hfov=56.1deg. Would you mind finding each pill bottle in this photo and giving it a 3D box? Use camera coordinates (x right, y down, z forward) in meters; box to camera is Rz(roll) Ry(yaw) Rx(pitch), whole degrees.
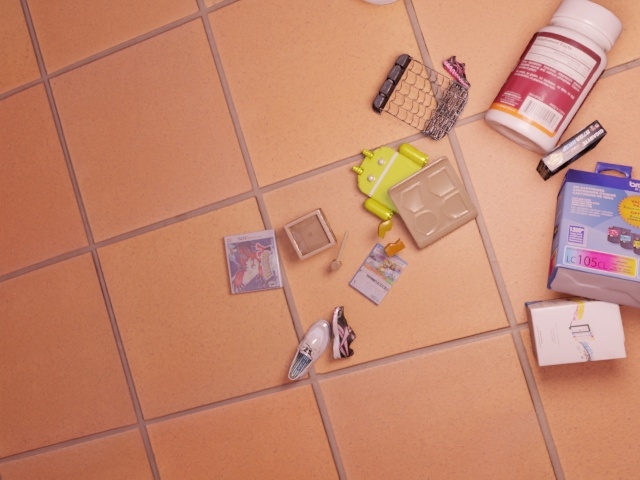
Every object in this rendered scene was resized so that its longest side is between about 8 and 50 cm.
[{"bbox_3d":[0.664,-0.466,1.715,0.224,0.224,0.392,32,98,11],"label":"pill bottle"}]

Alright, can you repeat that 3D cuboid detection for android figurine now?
[{"bbox_3d":[0.233,-0.191,1.913,0.273,0.056,0.248,35,99,9],"label":"android figurine"}]

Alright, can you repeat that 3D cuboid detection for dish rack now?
[{"bbox_3d":[0.316,-0.445,1.881,0.272,0.074,0.208,31,99,10],"label":"dish rack"}]

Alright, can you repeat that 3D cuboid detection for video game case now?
[{"bbox_3d":[-0.229,0.072,2.046,0.184,0.023,0.201,-9,89,14],"label":"video game case"},{"bbox_3d":[0.188,0.108,1.949,0.119,0.015,0.166,36,99,11],"label":"video game case"}]

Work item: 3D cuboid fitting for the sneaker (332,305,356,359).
[{"bbox_3d":[0.078,0.298,1.960,0.077,0.072,0.178,-1,99,2],"label":"sneaker"}]

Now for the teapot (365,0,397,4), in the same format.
[{"bbox_3d":[0.194,-0.866,1.847,0.256,0.187,0.252,29,139,-7],"label":"teapot"}]

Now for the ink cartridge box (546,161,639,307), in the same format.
[{"bbox_3d":[0.796,-0.036,1.672,0.270,0.151,0.395,11,59,13],"label":"ink cartridge box"}]

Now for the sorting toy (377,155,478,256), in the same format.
[{"bbox_3d":[0.306,-0.092,1.859,0.307,0.041,0.229,-31,105,4],"label":"sorting toy"}]

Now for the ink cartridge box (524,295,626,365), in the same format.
[{"bbox_3d":[0.732,0.254,1.738,0.233,0.171,0.168,-9,89,13],"label":"ink cartridge box"}]

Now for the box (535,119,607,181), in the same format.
[{"bbox_3d":[0.709,-0.251,1.709,0.175,0.220,0.051,-36,79,12],"label":"box"}]

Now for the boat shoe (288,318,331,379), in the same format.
[{"bbox_3d":[-0.034,0.367,1.976,0.083,0.076,0.226,26,97,12],"label":"boat shoe"}]

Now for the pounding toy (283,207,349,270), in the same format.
[{"bbox_3d":[0.011,0.001,1.956,0.181,0.094,0.206,-26,94,8],"label":"pounding toy"}]

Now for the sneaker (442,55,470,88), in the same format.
[{"bbox_3d":[0.434,-0.526,1.866,0.057,0.047,0.119,-37,84,0],"label":"sneaker"}]
